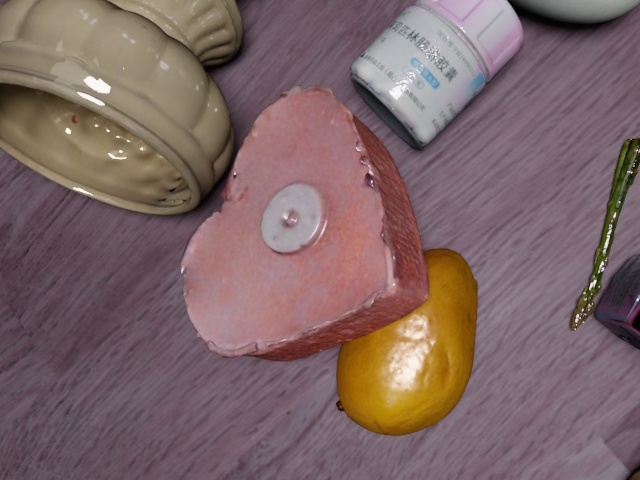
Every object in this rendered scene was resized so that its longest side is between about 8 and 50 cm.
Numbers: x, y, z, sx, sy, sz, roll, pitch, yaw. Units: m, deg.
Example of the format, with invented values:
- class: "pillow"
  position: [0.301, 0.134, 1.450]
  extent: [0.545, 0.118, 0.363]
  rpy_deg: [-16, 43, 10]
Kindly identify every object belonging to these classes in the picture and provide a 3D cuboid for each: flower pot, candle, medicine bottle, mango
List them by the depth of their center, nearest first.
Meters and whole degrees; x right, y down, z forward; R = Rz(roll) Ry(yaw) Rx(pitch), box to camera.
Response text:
- class: "medicine bottle"
  position: [0.361, 0.074, 0.565]
  extent: [0.119, 0.188, 0.094]
  rpy_deg: [34, 93, 9]
- class: "candle"
  position: [0.000, 0.000, 0.664]
  extent: [0.287, 0.131, 0.317]
  rpy_deg: [22, 89, 41]
- class: "mango"
  position: [0.108, 0.115, 0.667]
  extent: [0.147, 0.109, 0.228]
  rpy_deg: [28, 83, 21]
- class: "medicine bottle"
  position: [0.132, -0.209, 0.677]
  extent: [0.168, 0.135, 0.135]
  rpy_deg: [-44, 77, 5]
- class: "flower pot"
  position: [-0.227, -0.194, 0.690]
  extent: [0.307, 0.307, 0.244]
  rpy_deg: [14, 69, 14]

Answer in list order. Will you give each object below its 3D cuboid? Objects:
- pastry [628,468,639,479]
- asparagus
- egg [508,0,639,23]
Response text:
- class: "pastry"
  position: [0.390, 0.294, 0.595]
  extent: [0.165, 0.088, 0.166]
  rpy_deg: [-1, 87, 13]
- class: "asparagus"
  position: [0.329, -0.006, 0.669]
  extent: [0.023, 0.022, 0.233]
  rpy_deg: [18, 88, -4]
- class: "egg"
  position: [0.253, -0.350, 0.635]
  extent: [0.183, 0.183, 0.264]
  rpy_deg: [-43, 84, 6]
